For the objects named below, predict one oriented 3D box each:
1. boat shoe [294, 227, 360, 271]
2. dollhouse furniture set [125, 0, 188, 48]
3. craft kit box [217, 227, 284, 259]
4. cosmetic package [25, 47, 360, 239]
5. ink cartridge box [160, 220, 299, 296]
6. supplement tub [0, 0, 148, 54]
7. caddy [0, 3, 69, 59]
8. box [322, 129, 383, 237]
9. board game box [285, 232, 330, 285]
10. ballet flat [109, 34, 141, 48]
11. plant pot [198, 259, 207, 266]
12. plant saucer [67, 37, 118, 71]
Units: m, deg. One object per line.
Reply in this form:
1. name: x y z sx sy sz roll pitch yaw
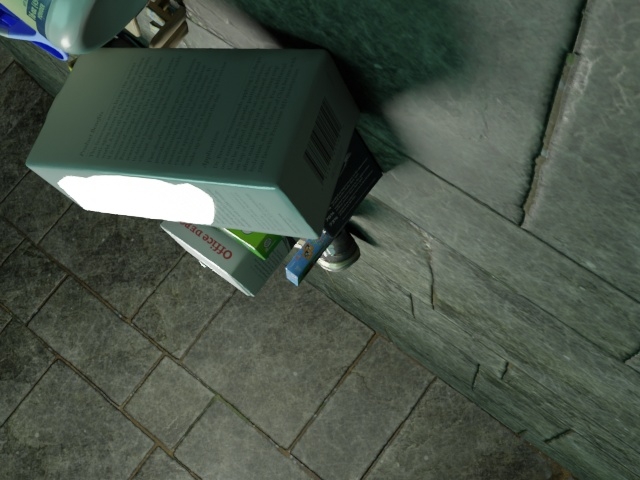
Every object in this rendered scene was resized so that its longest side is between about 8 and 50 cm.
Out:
1. boat shoe: -0.041 -0.050 1.982 0.356 0.132 0.130 26 146 34
2. dollhouse furniture set: -0.363 -0.398 1.289 0.212 0.161 0.242 38 171 -2
3. craft kit box: -0.123 -0.120 1.474 0.250 0.246 0.061 31 170 33
4. cosmetic package: -0.194 -0.156 1.162 0.454 0.230 0.161 8 157 26
5. ink cartridge box: -0.144 -0.074 1.585 0.223 0.307 0.129 33 170 30
6. supplement tub: -0.368 -0.421 0.958 0.325 0.235 0.235 39 171 -6
7. caddy: -0.692 -0.549 1.769 0.341 0.179 0.241 32 170 32
8. box: -0.008 -0.128 1.292 0.108 0.153 0.207 32 168 37
9. board game box: 0.000 0.000 1.706 0.039 0.211 0.160 36 171 5
10. ballet flat: -0.380 -0.358 1.766 0.280 0.096 0.095 37 171 3
11. plant pot: -0.203 -0.090 1.832 0.247 0.247 0.252 59 -178 8
12. plant saucer: -0.476 -0.373 1.796 0.188 0.188 0.045 42 131 -6
